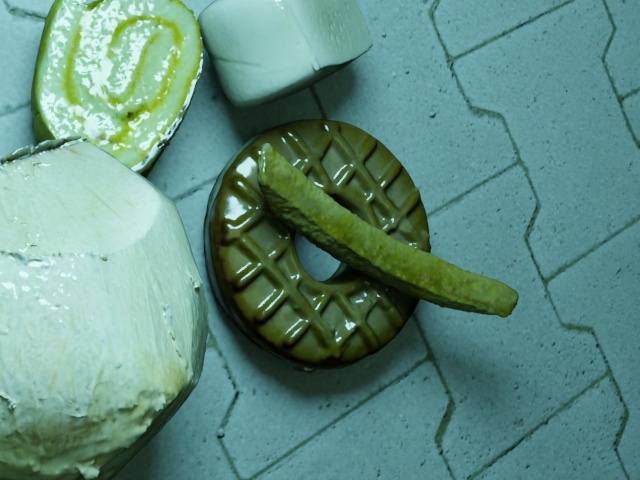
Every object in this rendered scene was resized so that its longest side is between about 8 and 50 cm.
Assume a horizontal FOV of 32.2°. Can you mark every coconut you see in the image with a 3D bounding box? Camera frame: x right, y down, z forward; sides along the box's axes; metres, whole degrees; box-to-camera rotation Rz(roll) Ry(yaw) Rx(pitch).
[{"bbox_3d":[-0.281,0.092,1.138,0.346,0.346,0.360,-20,94,-29],"label":"coconut"}]

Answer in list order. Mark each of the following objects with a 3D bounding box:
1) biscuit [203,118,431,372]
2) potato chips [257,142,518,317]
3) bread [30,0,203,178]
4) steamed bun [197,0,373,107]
[{"bbox_3d":[0.000,0.000,1.434,0.332,0.103,0.332,3,83,-29],"label":"biscuit"},{"bbox_3d":[0.073,0.009,1.375,0.407,0.080,0.057,29,56,-23],"label":"potato chips"},{"bbox_3d":[-0.249,-0.173,1.301,0.186,0.124,0.257,17,78,-21],"label":"bread"},{"bbox_3d":[-0.054,-0.253,1.375,0.146,0.164,0.242,67,26,-9],"label":"steamed bun"}]
